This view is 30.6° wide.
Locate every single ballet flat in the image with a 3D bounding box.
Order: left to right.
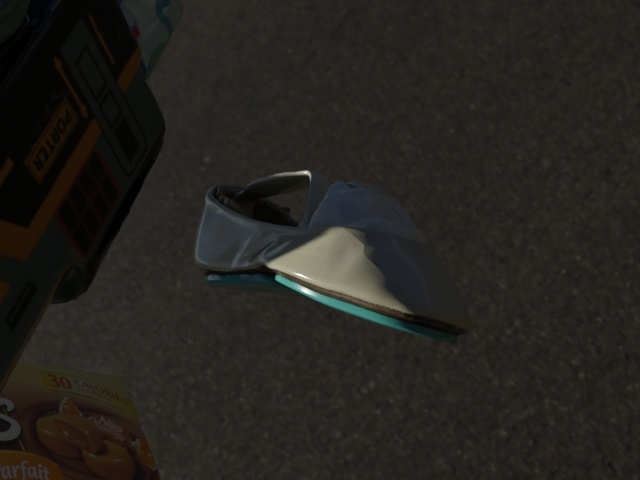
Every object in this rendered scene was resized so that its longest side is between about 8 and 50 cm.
[{"bbox_3d":[0.000,0.000,0.673,0.248,0.086,0.086,9,63,55],"label":"ballet flat"}]

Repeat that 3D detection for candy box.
[{"bbox_3d":[-0.279,0.184,0.953,0.087,0.316,0.183,-47,51,23],"label":"candy box"}]

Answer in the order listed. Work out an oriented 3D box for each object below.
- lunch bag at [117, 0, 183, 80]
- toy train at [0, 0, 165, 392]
[{"bbox_3d":[-0.210,-0.167,0.759,0.176,0.219,0.090,-14,47,56],"label":"lunch bag"},{"bbox_3d":[-0.167,0.001,0.392,0.142,0.190,0.334,0,48,23],"label":"toy train"}]
